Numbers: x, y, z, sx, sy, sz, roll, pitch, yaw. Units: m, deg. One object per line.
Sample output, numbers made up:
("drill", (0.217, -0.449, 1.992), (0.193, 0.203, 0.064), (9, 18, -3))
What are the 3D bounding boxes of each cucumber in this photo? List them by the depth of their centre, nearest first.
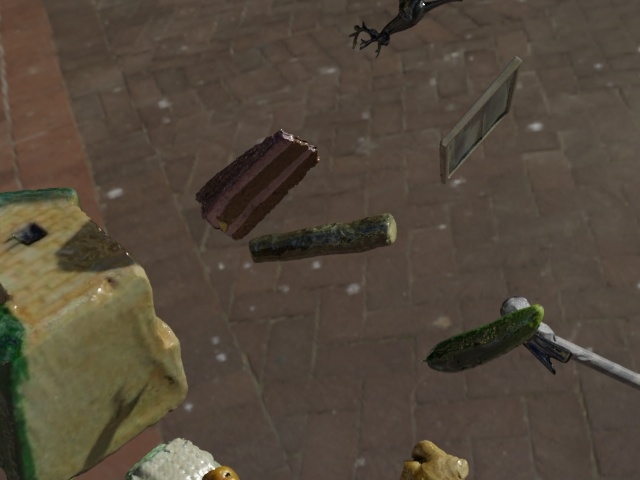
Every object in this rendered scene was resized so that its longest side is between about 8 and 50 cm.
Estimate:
("cucumber", (0.159, 0.106, 0.979), (0.168, 0.039, 0.039), (-31, 16, 41))

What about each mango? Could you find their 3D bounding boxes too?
("mango", (-0.168, 0.452, 1.717), (0.080, 0.114, 0.060), (12, 20, 38))

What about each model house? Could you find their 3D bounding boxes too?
("model house", (-0.445, 0.136, 1.563), (0.334, 0.382, 0.342), (-33, 54, -30))

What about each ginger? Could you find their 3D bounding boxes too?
("ginger", (0.202, 0.496, 1.849), (0.157, 0.102, 0.216), (19, 83, 27))

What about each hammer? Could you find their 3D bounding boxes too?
("hammer", (0.453, 0.197, 1.405), (0.426, 0.044, 0.152), (24, 17, -17))

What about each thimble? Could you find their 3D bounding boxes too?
("thimble", (-0.279, 0.504, 1.910), (0.219, 0.219, 0.150), (13, 33, 35))

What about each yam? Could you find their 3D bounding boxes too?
("yam", (0.000, 0.000, 1.693), (0.274, 0.061, 0.061), (-9, 31, 23))

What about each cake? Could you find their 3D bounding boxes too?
("cake", (-0.128, -0.107, 1.937), (0.295, 0.116, 0.113), (-37, 42, 33))

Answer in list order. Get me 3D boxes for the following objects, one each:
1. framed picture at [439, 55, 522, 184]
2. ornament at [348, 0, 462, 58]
("framed picture", (0.301, -0.221, 1.867), (0.016, 0.289, 0.213), (41, 87, 12))
("ornament", (0.074, -0.222, 0.920), (0.125, 0.028, 0.073), (-32, 57, 34))
